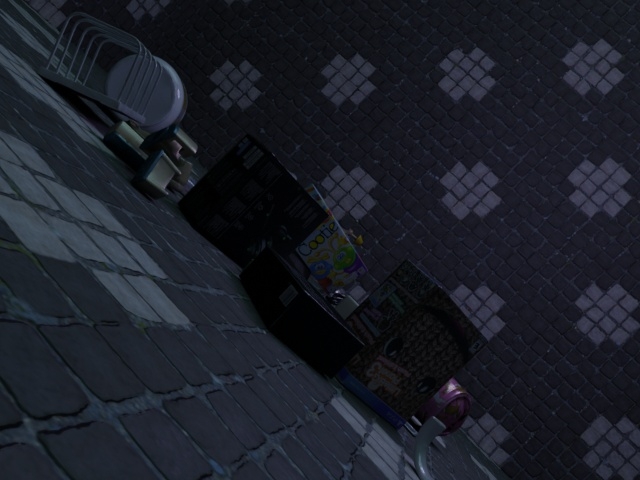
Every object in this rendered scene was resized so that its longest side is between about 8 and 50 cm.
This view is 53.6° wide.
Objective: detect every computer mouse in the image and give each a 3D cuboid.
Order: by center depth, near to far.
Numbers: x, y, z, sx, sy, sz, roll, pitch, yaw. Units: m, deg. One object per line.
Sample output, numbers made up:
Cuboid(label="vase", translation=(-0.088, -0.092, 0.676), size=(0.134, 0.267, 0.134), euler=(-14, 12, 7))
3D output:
Cuboid(label="computer mouse", translation=(-0.024, 0.155, 1.800), size=(0.242, 0.041, 0.071), euler=(18, 26, -29))

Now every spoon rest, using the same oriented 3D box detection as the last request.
Cuboid(label="spoon rest", translation=(0.238, 0.450, 1.123), size=(0.137, 0.084, 0.276), euler=(43, 14, -38))

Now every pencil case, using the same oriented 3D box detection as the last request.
Cuboid(label="pencil case", translation=(0.260, 0.397, 1.858), size=(0.386, 0.167, 0.160), euler=(44, -18, 43))

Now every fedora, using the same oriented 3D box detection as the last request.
Cuboid(label="fedora", translation=(-0.146, 0.021, 1.858), size=(0.275, 0.124, 0.244), euler=(57, 1, -9))

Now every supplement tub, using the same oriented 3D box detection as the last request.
Cuboid(label="supplement tub", translation=(-0.552, -0.460, 2.015), size=(0.241, 0.241, 0.331), euler=(45, -1, -12))

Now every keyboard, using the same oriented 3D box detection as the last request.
Cuboid(label="keyboard", translation=(0.158, 0.407, 1.641), size=(0.256, 0.014, 0.072), euler=(45, -6, 22))

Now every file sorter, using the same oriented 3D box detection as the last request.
Cuboid(label="file sorter", translation=(-0.517, -0.416, 1.545), size=(0.193, 0.173, 0.277), euler=(23, 2, -5))

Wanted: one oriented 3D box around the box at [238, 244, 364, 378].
Cuboid(label="box", translation=(-0.045, 0.138, 1.289), size=(0.184, 0.103, 0.261), euler=(42, 1, -27))

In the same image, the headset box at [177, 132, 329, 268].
Cuboid(label="headset box", translation=(-0.153, -0.070, 1.547), size=(0.283, 0.246, 0.131), euler=(44, 1, -41))

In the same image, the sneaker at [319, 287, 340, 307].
Cuboid(label="sneaker", translation=(0.011, 0.186, 1.893), size=(0.090, 0.115, 0.232), euler=(45, 0, -12))

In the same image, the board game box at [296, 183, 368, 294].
Cuboid(label="board game box", translation=(0.000, 0.000, 1.836), size=(0.275, 0.144, 0.142), euler=(55, 3, -34))

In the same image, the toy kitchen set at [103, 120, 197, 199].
Cuboid(label="toy kitchen set", translation=(-0.384, -0.168, 1.323), size=(0.207, 0.166, 0.122), euler=(-11, -46, 43))

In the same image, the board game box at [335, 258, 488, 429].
Cuboid(label="board game box", translation=(0.185, 0.234, 1.422), size=(0.232, 0.291, 0.141), euler=(44, 1, -33))

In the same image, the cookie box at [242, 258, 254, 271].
Cuboid(label="cookie box", translation=(-0.127, 0.100, 1.453), size=(0.092, 0.040, 0.107), euler=(44, -1, -27))

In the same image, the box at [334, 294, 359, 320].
Cuboid(label="box", translation=(0.149, 0.308, 1.721), size=(0.311, 0.121, 0.148), euler=(44, -7, 26))

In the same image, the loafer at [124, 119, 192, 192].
Cuboid(label="loafer", translation=(-0.432, -0.239, 1.687), size=(0.268, 0.092, 0.102), euler=(45, 0, 17))

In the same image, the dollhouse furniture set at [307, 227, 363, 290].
Cuboid(label="dollhouse furniture set", translation=(0.057, 0.103, 2.212), size=(0.198, 0.303, 0.286), euler=(44, 0, 3))

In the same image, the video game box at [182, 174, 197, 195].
Cuboid(label="video game box", translation=(-0.410, -0.184, 1.848), size=(0.187, 0.048, 0.205), euler=(43, 2, -42))

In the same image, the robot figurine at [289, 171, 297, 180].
Cuboid(label="robot figurine", translation=(-0.226, -0.164, 2.042), size=(0.353, 0.300, 0.199), euler=(-1, 71, -69))
